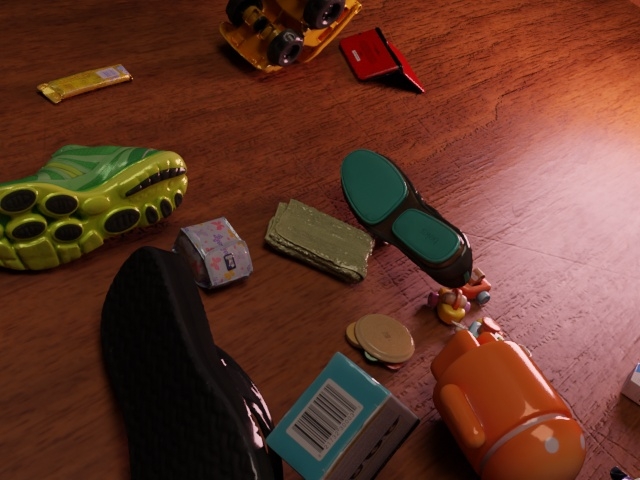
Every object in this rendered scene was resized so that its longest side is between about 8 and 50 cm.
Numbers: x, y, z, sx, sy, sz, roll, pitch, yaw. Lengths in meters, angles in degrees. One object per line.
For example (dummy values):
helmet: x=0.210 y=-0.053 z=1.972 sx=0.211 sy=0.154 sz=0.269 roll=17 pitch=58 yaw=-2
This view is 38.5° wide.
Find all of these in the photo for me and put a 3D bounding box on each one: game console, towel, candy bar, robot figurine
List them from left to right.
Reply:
candy bar: x=-0.342 y=-0.234 z=1.352 sx=0.040 sy=0.018 sz=0.161 roll=41 pitch=38 yaw=16
towel: x=0.000 y=0.000 z=1.246 sx=0.148 sy=0.027 sz=0.110 roll=23 pitch=35 yaw=-1
game console: x=0.116 y=-0.330 z=1.743 sx=0.124 sy=0.085 sz=0.144 roll=-19 pitch=46 yaw=-4
robot figurine: x=0.211 y=0.201 z=1.028 sx=0.128 sy=0.158 sz=0.219 roll=-29 pitch=51 yaw=-2

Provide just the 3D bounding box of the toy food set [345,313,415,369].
toy food set: x=0.079 y=0.124 z=1.139 sx=0.083 sy=0.020 sz=0.082 roll=-19 pitch=54 yaw=-44

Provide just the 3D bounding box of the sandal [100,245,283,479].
sandal: x=-0.104 y=0.176 z=0.860 sx=0.107 sy=0.167 sz=0.446 roll=20 pitch=32 yaw=-37

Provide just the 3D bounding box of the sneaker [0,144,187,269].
sneaker: x=-0.300 y=-0.046 z=1.090 sx=0.295 sy=0.110 sz=0.123 roll=-19 pitch=31 yaw=-42

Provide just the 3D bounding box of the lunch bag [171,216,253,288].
lunch bag: x=-0.129 y=0.018 z=1.129 sx=0.071 sy=0.053 sz=0.083 roll=-17 pitch=61 yaw=-41

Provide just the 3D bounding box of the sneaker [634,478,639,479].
sneaker: x=0.360 y=0.313 z=1.051 sx=0.098 sy=0.038 sz=0.069 roll=-5 pitch=46 yaw=-21

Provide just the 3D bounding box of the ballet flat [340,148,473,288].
ballet flat: x=0.117 y=-0.022 z=1.280 sx=0.280 sy=0.095 sz=0.096 roll=52 pitch=1 yaw=44

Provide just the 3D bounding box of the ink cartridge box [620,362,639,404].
ink cartridge box: x=0.454 y=0.209 z=1.240 sx=0.083 sy=0.028 sz=0.048 roll=34 pitch=37 yaw=13

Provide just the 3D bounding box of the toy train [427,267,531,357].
toy train: x=0.219 y=0.093 z=1.237 sx=0.125 sy=0.046 sz=0.166 roll=-3 pitch=44 yaw=-32

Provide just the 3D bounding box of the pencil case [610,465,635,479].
pencil case: x=0.377 y=0.375 z=0.912 sx=0.306 sy=0.119 sz=0.133 roll=42 pitch=9 yaw=24

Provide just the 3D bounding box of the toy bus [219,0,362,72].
toy bus: x=-0.039 y=-0.387 z=1.609 sx=0.149 sy=0.220 sz=0.211 roll=46 pitch=8 yaw=19

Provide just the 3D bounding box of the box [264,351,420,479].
box: x=0.030 y=0.177 z=0.859 sx=0.060 sy=0.100 sz=0.244 roll=38 pitch=-6 yaw=19
